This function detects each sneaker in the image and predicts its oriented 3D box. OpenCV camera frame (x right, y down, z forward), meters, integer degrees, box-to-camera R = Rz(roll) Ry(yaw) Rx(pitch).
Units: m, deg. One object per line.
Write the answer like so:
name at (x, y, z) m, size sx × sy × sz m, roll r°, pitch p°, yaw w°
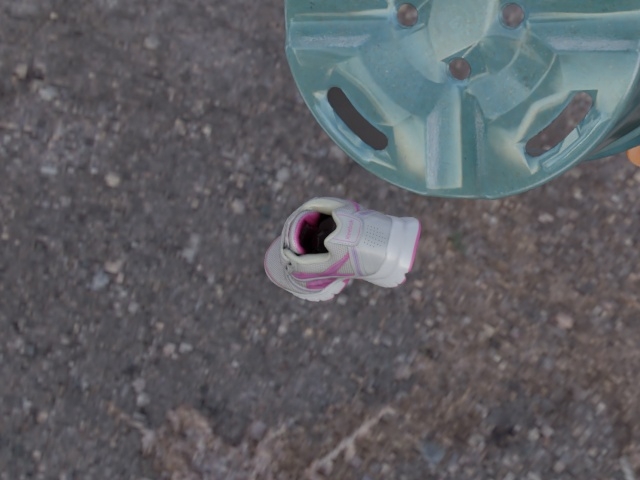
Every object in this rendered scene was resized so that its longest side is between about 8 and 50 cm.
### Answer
sneaker at (0.000, 0.000, 1.523) m, size 0.111 × 0.252 × 0.103 m, roll 24°, pitch 68°, yaw -28°

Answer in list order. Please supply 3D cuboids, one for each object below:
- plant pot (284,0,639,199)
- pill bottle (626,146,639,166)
plant pot at (0.147, -0.189, 1.028) m, size 0.341 × 0.341 × 0.334 m, roll 33°, pitch 24°, yaw 9°
pill bottle at (0.361, -0.203, 1.505) m, size 0.130 × 0.130 × 0.245 m, roll 4°, pitch 59°, yaw -17°
